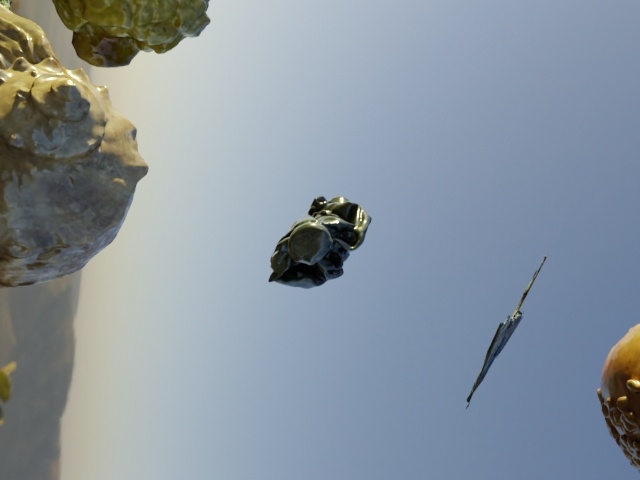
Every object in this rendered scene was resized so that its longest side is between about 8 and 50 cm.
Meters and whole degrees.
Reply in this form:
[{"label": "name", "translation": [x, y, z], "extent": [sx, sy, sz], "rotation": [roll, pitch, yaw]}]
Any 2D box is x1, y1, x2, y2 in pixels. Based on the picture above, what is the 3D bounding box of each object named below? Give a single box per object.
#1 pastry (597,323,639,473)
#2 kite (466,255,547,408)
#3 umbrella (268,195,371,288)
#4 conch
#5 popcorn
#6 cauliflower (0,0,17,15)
[{"label": "pastry", "translation": [0.580, 0.281, 1.044], "extent": [0.245, 0.409, 0.409], "rotation": [-47, -162, -4]}, {"label": "kite", "translation": [0.386, 0.194, 1.553], "extent": [0.368, 0.014, 0.406], "rotation": [-64, 161, 6]}, {"label": "umbrella", "translation": [0.000, 0.003, 0.979], "extent": [0.143, 0.094, 0.349], "rotation": [-53, -179, 2]}, {"label": "conch", "translation": [-0.346, -0.077, 0.690], "extent": [0.352, 0.210, 0.297], "rotation": [-27, -100, 21]}, {"label": "popcorn", "translation": [-0.268, -0.352, 1.020], "extent": [0.252, 0.206, 0.236], "rotation": [-4, -130, 44]}, {"label": "cauliflower", "translation": [-0.585, -0.301, 1.295], "extent": [0.272, 0.250, 0.275], "rotation": [-65, -170, -9]}]
